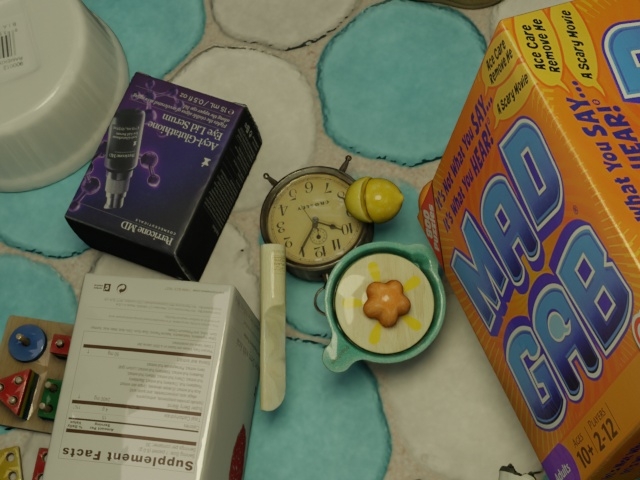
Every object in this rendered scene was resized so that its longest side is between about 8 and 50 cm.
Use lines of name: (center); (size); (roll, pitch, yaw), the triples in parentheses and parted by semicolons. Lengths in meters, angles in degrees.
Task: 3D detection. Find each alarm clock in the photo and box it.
alarm clock: (0.000, 0.000, 1.607); (0.129, 0.064, 0.192); (-11, 65, 6)

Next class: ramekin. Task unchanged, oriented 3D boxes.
ramekin: (-0.391, -0.212, 1.721); (0.277, 0.135, 0.277); (-3, 68, 9)

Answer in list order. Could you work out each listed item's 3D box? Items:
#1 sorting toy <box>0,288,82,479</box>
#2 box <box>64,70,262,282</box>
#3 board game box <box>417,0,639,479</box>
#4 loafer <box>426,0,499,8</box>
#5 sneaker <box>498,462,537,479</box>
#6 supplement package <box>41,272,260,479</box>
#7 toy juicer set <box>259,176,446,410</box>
sorting toy: (-0.329, 0.163, 1.614); (0.132, 0.046, 0.274); (8, 71, 13)
box: (-0.184, -0.074, 1.645); (0.153, 0.108, 0.207); (18, 73, 16)
board game box: (0.357, -0.012, 1.338); (0.356, 0.356, 0.356); (-17, 66, -18)
loafer: (0.162, -0.322, 1.708); (0.148, 0.050, 0.056); (1, 70, 11)
sneaker: (0.277, 0.324, 1.429); (0.234, 0.078, 0.106); (21, 77, 21)
supplement package: (-0.178, 0.205, 1.498); (0.175, 0.177, 0.293); (4, 71, 11)
toy juicer set: (0.055, 0.035, 1.518); (0.329, 0.089, 0.209); (-20, 84, -9)
